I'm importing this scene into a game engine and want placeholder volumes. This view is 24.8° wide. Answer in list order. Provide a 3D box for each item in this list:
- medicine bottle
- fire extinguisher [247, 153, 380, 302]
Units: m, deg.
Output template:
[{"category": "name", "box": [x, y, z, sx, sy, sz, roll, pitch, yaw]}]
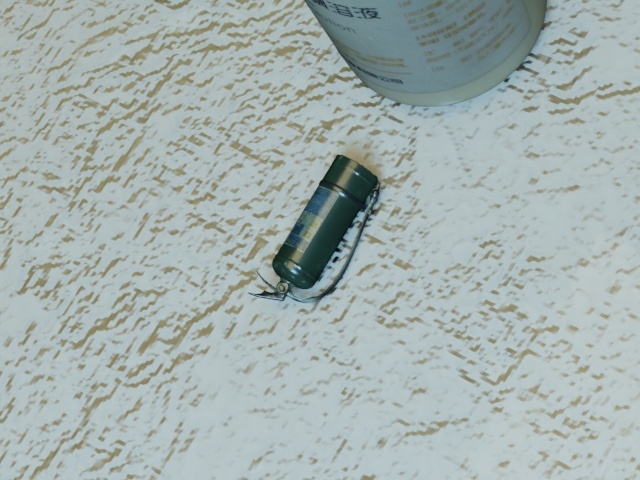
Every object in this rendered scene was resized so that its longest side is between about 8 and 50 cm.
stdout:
[{"category": "medicine bottle", "box": [0.027, -0.158, 0.648, 0.114, 0.252, 0.114, -7, 68, 16]}, {"category": "fire extinguisher", "box": [0.000, 0.000, 0.726, 0.038, 0.025, 0.083, 32, 82, 3]}]
